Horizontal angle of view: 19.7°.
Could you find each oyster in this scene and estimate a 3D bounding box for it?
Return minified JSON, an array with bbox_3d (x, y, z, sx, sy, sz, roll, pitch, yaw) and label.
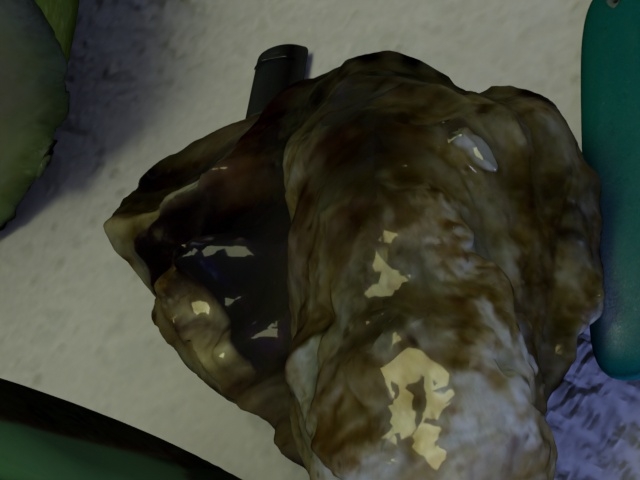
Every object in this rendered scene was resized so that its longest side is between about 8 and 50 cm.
[{"bbox_3d":[-0.005,0.002,0.644,0.294,0.094,0.166,19,69,52],"label":"oyster"}]

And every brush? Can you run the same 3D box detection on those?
[{"bbox_3d":[0.113,-0.024,0.634,0.043,0.032,0.193,-30,36,31],"label":"brush"}]

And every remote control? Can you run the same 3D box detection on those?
[{"bbox_3d":[-0.024,-0.046,0.783,0.034,0.016,0.091,-20,48,37],"label":"remote control"}]

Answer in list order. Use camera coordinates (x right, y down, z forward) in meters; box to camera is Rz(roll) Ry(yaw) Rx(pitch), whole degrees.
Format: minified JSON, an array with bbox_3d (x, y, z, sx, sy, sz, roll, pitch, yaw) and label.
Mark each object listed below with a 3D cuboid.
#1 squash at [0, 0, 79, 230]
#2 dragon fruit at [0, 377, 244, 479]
[{"bbox_3d":[-0.239,-0.200,0.912,0.263,0.263,0.384,-27,46,26],"label":"squash"},{"bbox_3d":[-0.107,0.119,0.566,0.295,0.268,0.130,22,96,54],"label":"dragon fruit"}]
